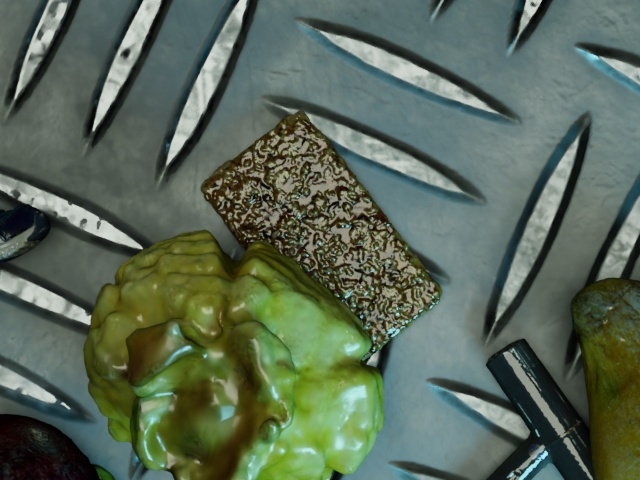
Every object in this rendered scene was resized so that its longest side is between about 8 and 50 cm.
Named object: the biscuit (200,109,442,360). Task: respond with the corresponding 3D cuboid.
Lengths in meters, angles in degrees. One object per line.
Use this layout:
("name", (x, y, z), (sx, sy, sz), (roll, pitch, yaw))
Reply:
("biscuit", (0.000, 0.000, 1.521), (0.131, 0.025, 0.231), (-39, 86, 0))

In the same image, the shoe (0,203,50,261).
("shoe", (-0.354, -0.018, 1.507), (0.207, 0.091, 0.106), (0, 93, 7))

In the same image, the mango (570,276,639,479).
("mango", (0.321, 0.175, 1.430), (0.193, 0.146, 0.316), (-18, 75, -28))

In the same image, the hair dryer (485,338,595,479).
("hair dryer", (0.155, 0.211, 1.495), (0.195, 0.050, 0.173), (-33, 85, 4))

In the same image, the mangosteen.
("mangosteen", (-0.271, 0.256, 1.446), (0.216, 0.216, 0.216), (0, 87, 3))

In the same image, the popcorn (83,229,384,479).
("popcorn", (-0.079, 0.114, 1.419), (0.258, 0.270, 0.224), (34, 91, 48))
